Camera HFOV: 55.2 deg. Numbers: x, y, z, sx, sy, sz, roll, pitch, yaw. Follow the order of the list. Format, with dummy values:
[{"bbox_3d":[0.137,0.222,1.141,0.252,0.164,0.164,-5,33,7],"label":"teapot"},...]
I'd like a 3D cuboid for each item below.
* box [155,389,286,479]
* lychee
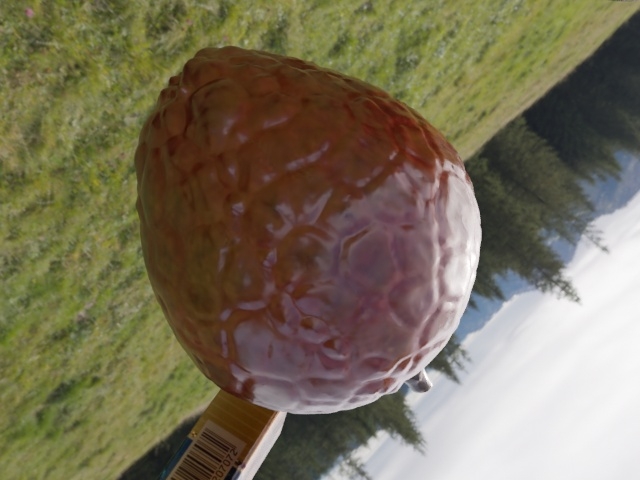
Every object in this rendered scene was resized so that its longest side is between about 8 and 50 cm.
[{"bbox_3d":[-0.119,0.252,0.603,0.237,0.070,0.152,-52,168,-32],"label":"box"},{"bbox_3d":[0.000,0.000,0.449,0.255,0.300,0.255,-40,-151,28],"label":"lychee"}]
